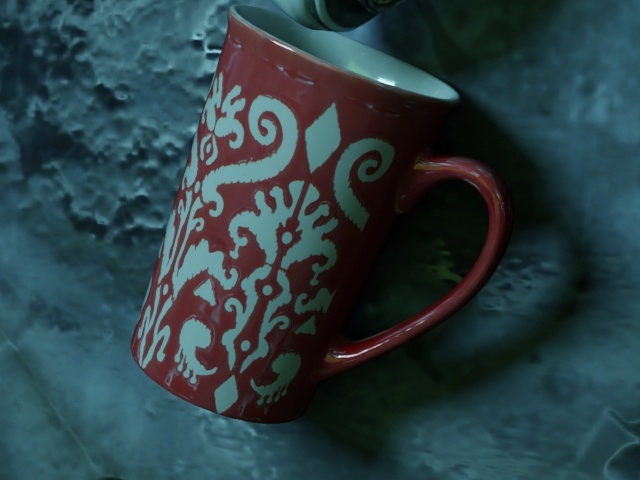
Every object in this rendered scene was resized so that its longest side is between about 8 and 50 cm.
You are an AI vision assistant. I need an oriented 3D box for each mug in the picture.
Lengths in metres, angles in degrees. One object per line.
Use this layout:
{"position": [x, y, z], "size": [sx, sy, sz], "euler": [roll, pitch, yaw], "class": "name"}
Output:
{"position": [-0.008, -0.002, 0.591], "size": [0.150, 0.113, 0.169], "euler": [37, 111, 42], "class": "mug"}

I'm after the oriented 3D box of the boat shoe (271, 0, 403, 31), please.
{"position": [0.103, -0.212, 0.533], "size": [0.119, 0.121, 0.335], "euler": [43, 105, 21], "class": "boat shoe"}
